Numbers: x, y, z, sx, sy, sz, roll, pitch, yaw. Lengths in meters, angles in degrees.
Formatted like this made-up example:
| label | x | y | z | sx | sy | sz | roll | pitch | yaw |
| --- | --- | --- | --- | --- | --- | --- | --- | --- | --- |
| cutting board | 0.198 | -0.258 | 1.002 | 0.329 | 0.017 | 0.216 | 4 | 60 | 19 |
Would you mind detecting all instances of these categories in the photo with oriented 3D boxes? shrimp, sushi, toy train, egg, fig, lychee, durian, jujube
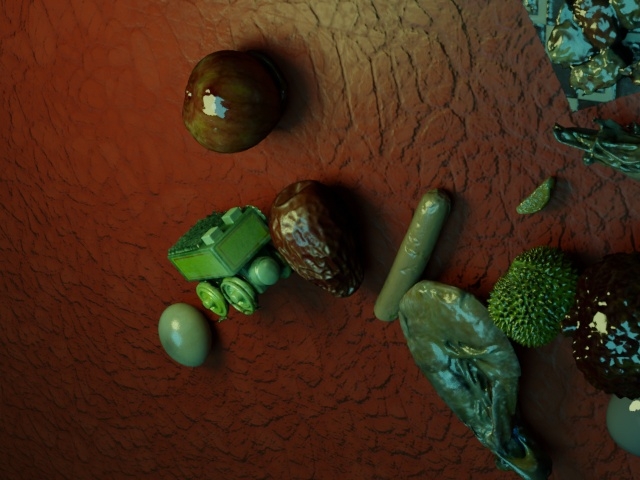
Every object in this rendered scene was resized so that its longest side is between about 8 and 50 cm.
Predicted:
| label | x | y | z | sx | sy | sz | roll | pitch | yaw |
| --- | --- | --- | --- | --- | --- | --- | --- | --- | --- |
| shrimp | 0.302 | 0.260 | 1.905 | 0.221 | 0.110 | 0.445 | -23 | 103 | 48 |
| sushi | 0.436 | -0.348 | 1.519 | 0.292 | 0.059 | 0.294 | -18 | 103 | 39 |
| toy train | -0.180 | 0.042 | 2.064 | 0.188 | 0.159 | 0.272 | 53 | 152 | -17 |
| egg | -0.300 | 0.212 | 2.299 | 0.114 | 0.114 | 0.152 | -7 | 114 | 37 |
| egg | 0.570 | 0.285 | 1.722 | 0.199 | 0.146 | 0.146 | -34 | 94 | 35 |
| fig | -0.155 | -0.258 | 1.905 | 0.205 | 0.205 | 0.205 | 16 | 123 | 27 |
| lychee | 0.515 | 0.133 | 1.622 | 0.271 | 0.236 | 0.236 | -3 | 117 | 3 |
| durian | 0.367 | 0.104 | 1.751 | 0.146 | 0.159 | 0.198 | 31 | 129 | 23 |
| shrimp | 0.522 | -0.174 | 1.525 | 0.360 | 0.085 | 0.247 | 4 | 124 | 23 |
| jujube | 0.000 | 0.000 | 1.956 | 0.168 | 0.168 | 0.236 | -15 | 119 | 39 |

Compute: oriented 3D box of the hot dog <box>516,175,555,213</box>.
| label | x | y | z | sx | sy | sz | roll | pitch | yaw |
| --- | --- | --- | --- | --- | --- | --- | --- | --- | --- |
| hot dog | 0.370 | -0.070 | 1.737 | 0.034 | 0.030 | 0.090 | 45 | 132 | 3 |

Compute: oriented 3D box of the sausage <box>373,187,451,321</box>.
| label | x | y | z | sx | sy | sz | roll | pitch | yaw |
| --- | --- | --- | --- | --- | --- | --- | --- | --- | --- |
| sausage | 0.171 | 0.030 | 1.910 | 0.066 | 0.066 | 0.301 | 32 | 130 | 16 |
